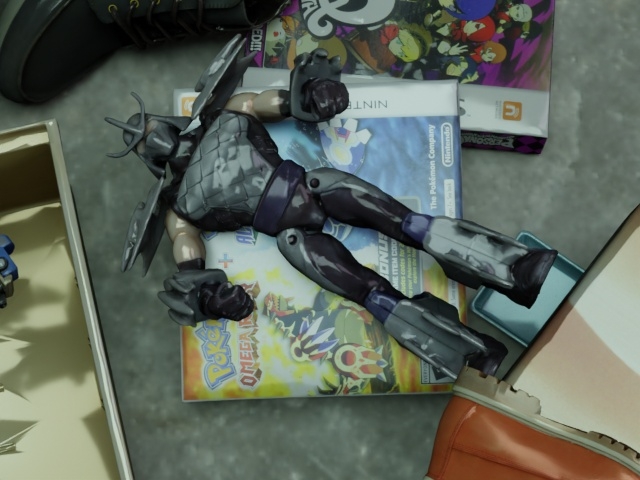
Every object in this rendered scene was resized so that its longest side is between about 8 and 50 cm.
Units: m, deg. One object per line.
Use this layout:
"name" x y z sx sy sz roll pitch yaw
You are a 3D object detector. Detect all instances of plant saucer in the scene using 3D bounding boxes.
"plant saucer" 0.194 0.073 1.092 0.192 0.018 0.067 34 78 9

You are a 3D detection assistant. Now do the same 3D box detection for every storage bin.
"storage bin" -0.257 0.092 1.030 0.260 0.123 0.262 -13 75 -4

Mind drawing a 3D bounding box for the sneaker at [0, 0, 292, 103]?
"sneaker" -0.115 -0.154 1.097 0.222 0.083 0.118 -45 65 0

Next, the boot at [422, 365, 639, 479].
"boot" 0.132 0.139 0.913 0.158 0.059 0.085 24 83 17

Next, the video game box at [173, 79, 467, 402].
"video game box" 0.000 0.000 1.074 0.187 0.048 0.205 -2 87 2

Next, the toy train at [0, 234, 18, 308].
"toy train" -0.225 -0.027 0.988 0.036 0.027 0.158 -31 76 -20

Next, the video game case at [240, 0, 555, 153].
"video game case" 0.058 -0.181 1.148 0.210 0.042 0.232 5 75 1

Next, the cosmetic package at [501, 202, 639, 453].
"cosmetic package" 0.160 0.140 1.003 0.153 0.129 0.296 36 83 8

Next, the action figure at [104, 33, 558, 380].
"action figure" -0.004 -0.016 1.004 0.285 0.099 0.185 27 99 6
